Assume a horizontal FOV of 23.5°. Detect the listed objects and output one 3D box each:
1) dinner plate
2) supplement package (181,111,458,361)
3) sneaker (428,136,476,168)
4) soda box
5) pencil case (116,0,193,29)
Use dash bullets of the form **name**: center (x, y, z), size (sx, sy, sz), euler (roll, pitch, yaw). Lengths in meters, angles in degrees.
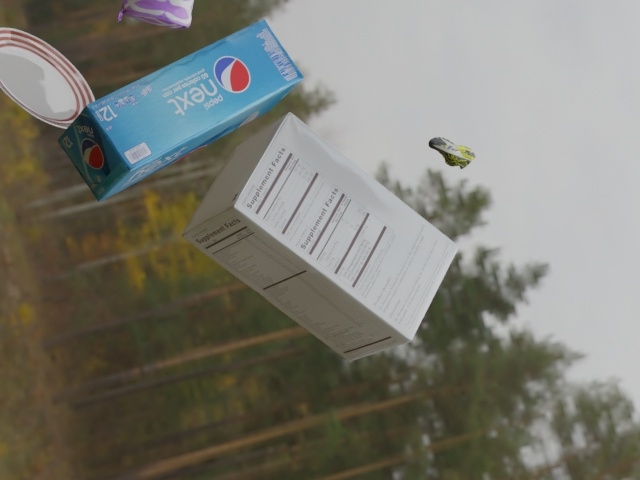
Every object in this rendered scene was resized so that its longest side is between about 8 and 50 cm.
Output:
- **dinner plate**: center (-0.296, -0.165, 1.607), size (0.141, 0.017, 0.141), euler (36, 28, -22)
- **supplement package**: center (0.000, 0.000, 1.665), size (0.244, 0.134, 0.139), euler (38, -29, -17)
- **sneaker**: center (0.199, -0.131, 2.372), size (0.035, 0.083, 0.031), euler (-57, -153, 28)
- **soda box**: center (-0.117, -0.114, 1.328), size (0.067, 0.210, 0.071), euler (56, -37, 3)
- **pencil case**: center (-0.179, -0.352, 1.820), size (0.086, 0.088, 0.206), euler (-179, -82, -74)
